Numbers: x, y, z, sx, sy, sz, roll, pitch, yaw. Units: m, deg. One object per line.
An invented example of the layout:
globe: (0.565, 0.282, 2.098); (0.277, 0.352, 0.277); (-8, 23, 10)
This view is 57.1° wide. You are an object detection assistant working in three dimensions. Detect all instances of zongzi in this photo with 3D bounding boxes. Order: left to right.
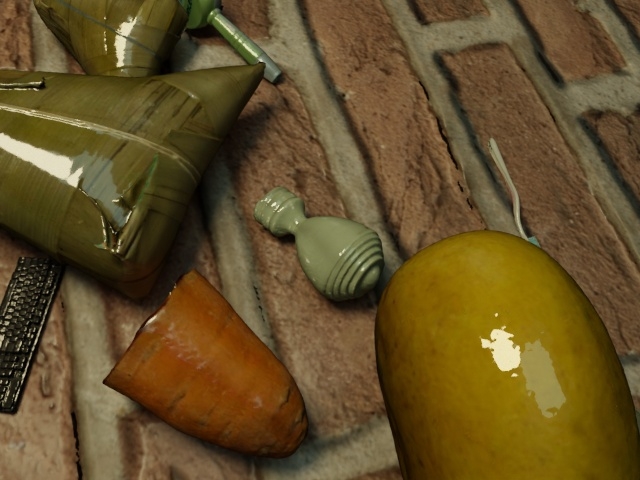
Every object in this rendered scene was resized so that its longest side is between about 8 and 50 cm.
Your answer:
zongzi: (-0.335, -0.177, 0.748); (0.447, 0.181, 0.417); (29, 63, -6)
zongzi: (-0.340, -0.267, 0.886); (0.228, 0.115, 0.255); (12, 86, 14)

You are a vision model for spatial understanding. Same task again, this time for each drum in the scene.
drum: (-0.158, -0.359, 0.921); (0.253, 0.130, 0.049); (36, 60, 12)

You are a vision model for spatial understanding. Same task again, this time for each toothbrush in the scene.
toothbrush: (0.287, -0.071, 0.888); (0.022, 0.017, 0.203); (-13, 65, -2)

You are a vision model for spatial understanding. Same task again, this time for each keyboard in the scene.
keyboard: (-0.368, 0.108, 0.715); (0.061, 0.018, 0.195); (6, 61, -1)

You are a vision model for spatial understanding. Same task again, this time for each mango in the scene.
mango: (0.186, 0.202, 0.570); (0.221, 0.301, 0.444); (-7, 59, -12)

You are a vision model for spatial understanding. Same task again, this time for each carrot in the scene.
carrot: (-0.106, 0.152, 0.660); (0.225, 0.159, 0.159); (35, 63, 0)

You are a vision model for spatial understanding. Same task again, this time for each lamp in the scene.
lamp: (0.000, 0.000, 0.774); (0.193, 0.106, 0.106); (39, 64, 23)

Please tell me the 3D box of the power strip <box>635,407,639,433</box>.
power strip: (0.327, 0.202, 0.731); (0.078, 0.052, 0.272); (-35, 71, -22)
